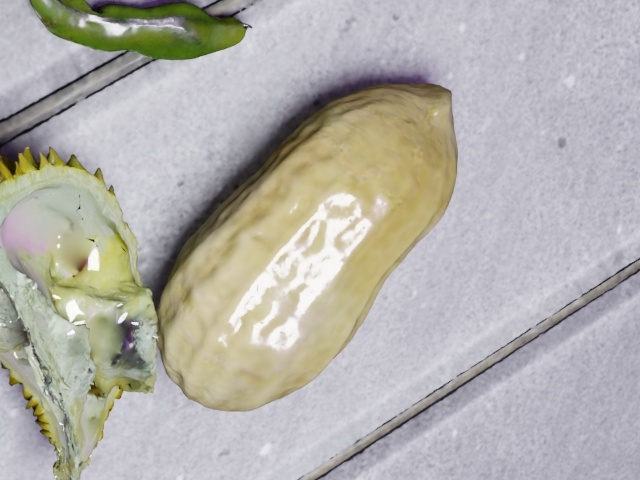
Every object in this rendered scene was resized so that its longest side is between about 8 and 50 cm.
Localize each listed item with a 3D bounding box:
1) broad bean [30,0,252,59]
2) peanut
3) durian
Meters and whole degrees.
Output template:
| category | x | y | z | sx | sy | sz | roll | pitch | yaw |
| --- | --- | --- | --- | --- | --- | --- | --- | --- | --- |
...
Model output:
| category | x | y | z | sx | sy | sz | roll | pitch | yaw |
| --- | --- | --- | --- | --- | --- | --- | --- | --- | --- |
| broad bean | -0.151 | -0.176 | 1.227 | 0.195 | 0.046 | 0.061 | 16 | 102 | -26 |
| peanut | -0.001 | -0.001 | 1.276 | 0.340 | 0.158 | 0.174 | -49 | 143 | 1 |
| durian | -0.214 | 0.050 | 1.206 | 0.172 | 0.166 | 0.306 | -20 | 125 | -14 |
